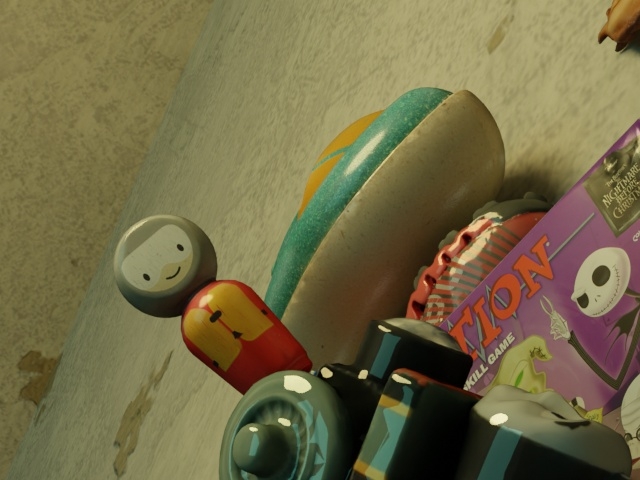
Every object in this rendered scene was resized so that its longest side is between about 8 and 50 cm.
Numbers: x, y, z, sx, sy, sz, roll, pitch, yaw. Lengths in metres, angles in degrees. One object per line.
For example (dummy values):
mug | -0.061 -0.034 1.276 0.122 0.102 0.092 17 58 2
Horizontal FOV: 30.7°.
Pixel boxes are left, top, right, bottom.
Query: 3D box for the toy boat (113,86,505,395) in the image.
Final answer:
toy boat | 0.000 0.000 0.842 0.318 0.148 0.267 -31 -22 -50

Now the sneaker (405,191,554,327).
sneaker | 0.092 0.103 0.757 0.276 0.097 0.135 -58 30 9

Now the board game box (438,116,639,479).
board game box | 0.095 0.129 0.588 0.347 0.056 0.208 -51 31 27

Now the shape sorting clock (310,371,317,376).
shape sorting clock | -0.009 0.147 1.044 0.206 0.040 0.206 -52 24 35

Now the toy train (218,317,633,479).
toy train | 0.018 0.203 0.503 0.190 0.142 0.334 19 85 46

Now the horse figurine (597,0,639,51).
horse figurine | 0.261 -0.222 0.718 0.174 0.066 0.263 -67 19 -7
